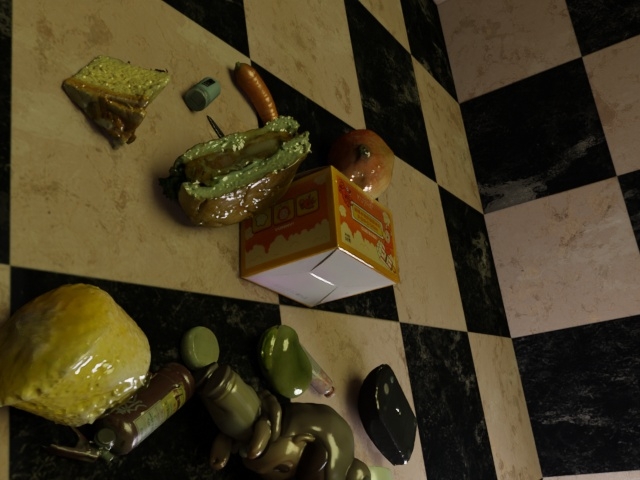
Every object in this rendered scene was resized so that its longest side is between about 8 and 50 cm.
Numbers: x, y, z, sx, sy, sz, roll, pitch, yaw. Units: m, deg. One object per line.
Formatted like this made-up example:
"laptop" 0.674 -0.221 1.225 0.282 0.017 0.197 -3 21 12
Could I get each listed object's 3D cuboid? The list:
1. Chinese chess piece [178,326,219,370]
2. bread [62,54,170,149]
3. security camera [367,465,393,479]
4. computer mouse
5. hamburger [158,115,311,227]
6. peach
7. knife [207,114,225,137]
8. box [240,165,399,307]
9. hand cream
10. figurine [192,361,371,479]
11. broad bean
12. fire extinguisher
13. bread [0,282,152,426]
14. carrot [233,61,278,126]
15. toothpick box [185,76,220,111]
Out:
"Chinese chess piece" -0.227 0.204 1.156 0.084 0.034 0.084 40 42 -48
"bread" -0.366 -0.271 1.112 0.152 0.127 0.147 38 41 -21
"security camera" 0.069 0.602 1.288 0.195 0.195 0.236 34 44 -49
"computer mouse" 0.166 0.459 1.631 0.269 0.100 0.170 64 32 -24
"hamburger" -0.165 -0.122 1.253 0.309 0.211 0.132 -27 74 -22
"peach" 0.122 -0.226 1.813 0.232 0.233 0.232 36 45 -47
"knife" -0.213 -0.222 1.436 0.170 0.010 0.023 55 27 -26
"box" 0.000 0.000 1.428 0.284 0.260 0.213 30 48 -51
"hand cream" -0.034 0.289 1.442 0.209 0.043 0.067 52 40 -23
"figurine" -0.084 0.363 1.139 0.380 0.248 0.203 47 39 -24
"broad bean" -0.075 0.262 1.335 0.124 0.082 0.174 -46 116 -48
"fire extinguisher" -0.310 0.274 0.957 0.252 0.106 0.075 -36 146 -59
"bread" -0.342 0.159 0.833 0.170 0.197 0.197 56 32 -41
"carrot" -0.142 -0.340 1.580 0.271 0.062 0.066 60 -2 -29
"toothpick box" -0.260 -0.326 1.366 0.052 0.052 0.083 59 30 -23
